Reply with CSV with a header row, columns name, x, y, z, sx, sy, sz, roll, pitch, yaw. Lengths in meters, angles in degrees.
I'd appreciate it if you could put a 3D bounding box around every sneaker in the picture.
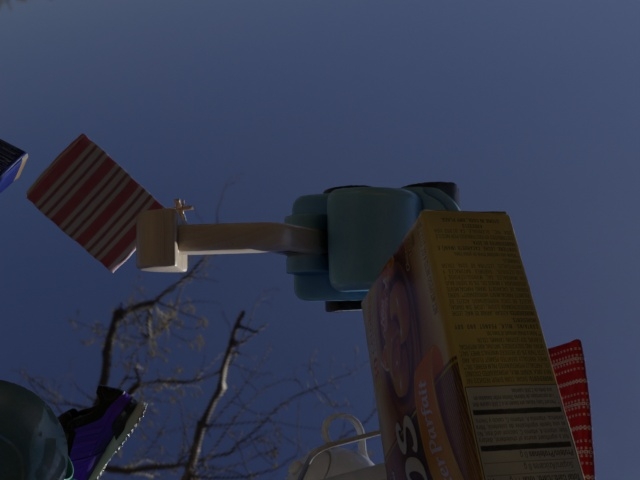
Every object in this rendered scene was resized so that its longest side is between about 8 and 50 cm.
name,x,y,z,sx,sy,sz,roll,pitch,yaw
sneaker,-0.513,0.433,1.438,0.293,0.146,0.102,-54,-167,-11

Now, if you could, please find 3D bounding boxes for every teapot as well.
name,x,y,z,sx,sy,sz,roll,pitch,yaw
teapot,0.006,0.533,1.451,0.252,0.187,0.256,-40,-166,9

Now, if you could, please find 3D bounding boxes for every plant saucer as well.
name,x,y,z,sx,sy,sz,roll,pitch,yaw
plant saucer,-0.360,0.241,0.695,0.195,0.195,0.037,-35,-166,-24

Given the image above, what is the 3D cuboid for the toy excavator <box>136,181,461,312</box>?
name,x,y,z,sx,sy,sz,roll,pitch,yaw
toy excavator,0.000,0.000,1.054,0.433,0.222,0.445,-3,173,18

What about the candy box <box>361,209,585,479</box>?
name,x,y,z,sx,sy,sz,roll,pitch,yaw
candy box,0.116,0.155,0.553,0.088,0.183,0.316,0,-120,-14

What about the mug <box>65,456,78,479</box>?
name,x,y,z,sx,sy,sz,roll,pitch,yaw
mug,-0.528,0.434,1.235,0.097,0.129,0.158,-46,-108,-3

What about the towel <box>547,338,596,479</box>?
name,x,y,z,sx,sy,sz,roll,pitch,yaw
towel,0.273,0.282,0.897,0.199,0.031,0.274,-32,-137,49

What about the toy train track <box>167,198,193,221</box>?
name,x,y,z,sx,sy,sz,roll,pitch,yaw
toy train track,-0.249,-0.049,1.212,0.048,0.083,0.014,-6,-127,-2

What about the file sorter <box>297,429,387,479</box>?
name,x,y,z,sx,sy,sz,roll,pitch,yaw
file sorter,0.095,0.416,0.909,0.193,0.173,0.277,-7,-129,-23

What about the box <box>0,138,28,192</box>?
name,x,y,z,sx,sy,sz,roll,pitch,yaw
box,-0.344,-0.056,0.544,0.036,0.136,0.225,-56,-164,19

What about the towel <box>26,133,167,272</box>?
name,x,y,z,sx,sy,sz,roll,pitch,yaw
towel,-0.370,-0.062,1.127,0.144,0.197,0.029,-47,-174,-1
